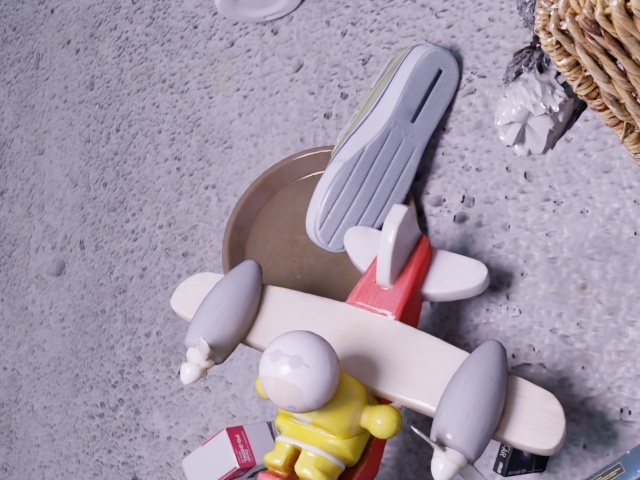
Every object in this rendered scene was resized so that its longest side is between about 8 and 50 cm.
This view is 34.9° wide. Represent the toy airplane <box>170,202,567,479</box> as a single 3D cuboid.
[{"bbox_3d":[0.031,0.135,1.139,0.386,0.272,0.385,-29,66,17],"label":"toy airplane"}]

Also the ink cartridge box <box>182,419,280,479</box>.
[{"bbox_3d":[-0.100,0.306,1.435,0.109,0.150,0.063,-42,61,34],"label":"ink cartridge box"}]

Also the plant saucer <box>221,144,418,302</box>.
[{"bbox_3d":[0.000,0.000,1.368,0.277,0.041,0.278,-9,62,17],"label":"plant saucer"}]

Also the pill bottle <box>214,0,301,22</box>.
[{"bbox_3d":[-0.110,-0.471,1.554,0.136,0.136,0.246,-25,68,42],"label":"pill bottle"}]

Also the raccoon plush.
[{"bbox_3d":[0.203,-0.309,1.002,0.299,0.446,0.216,34,134,13],"label":"raccoon plush"}]

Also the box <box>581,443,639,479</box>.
[{"bbox_3d":[0.379,0.266,1.017,0.233,0.044,0.159,-44,56,33],"label":"box"}]

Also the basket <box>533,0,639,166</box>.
[{"bbox_3d":[0.358,-0.181,0.837,0.223,0.299,0.214,-14,42,51],"label":"basket"}]

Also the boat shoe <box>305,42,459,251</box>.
[{"bbox_3d":[0.074,-0.121,1.326,0.302,0.109,0.094,-56,27,-5],"label":"boat shoe"}]

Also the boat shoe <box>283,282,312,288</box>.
[{"bbox_3d":[0.004,0.078,1.391,0.116,0.099,0.320,-42,56,38],"label":"boat shoe"}]

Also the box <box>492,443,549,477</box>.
[{"bbox_3d":[0.232,0.230,1.146,0.018,0.083,0.067,23,101,43],"label":"box"}]
